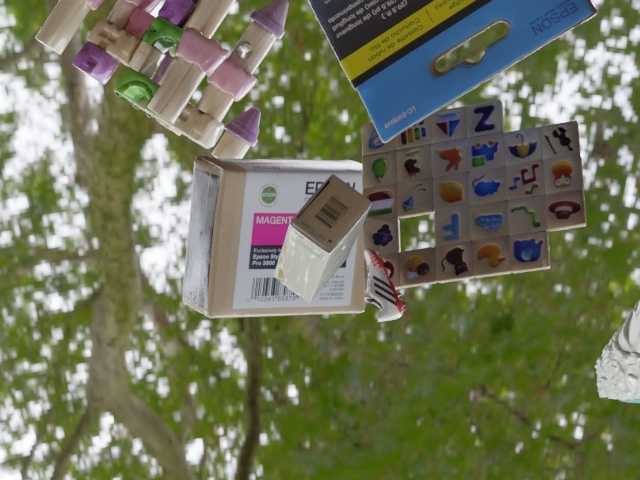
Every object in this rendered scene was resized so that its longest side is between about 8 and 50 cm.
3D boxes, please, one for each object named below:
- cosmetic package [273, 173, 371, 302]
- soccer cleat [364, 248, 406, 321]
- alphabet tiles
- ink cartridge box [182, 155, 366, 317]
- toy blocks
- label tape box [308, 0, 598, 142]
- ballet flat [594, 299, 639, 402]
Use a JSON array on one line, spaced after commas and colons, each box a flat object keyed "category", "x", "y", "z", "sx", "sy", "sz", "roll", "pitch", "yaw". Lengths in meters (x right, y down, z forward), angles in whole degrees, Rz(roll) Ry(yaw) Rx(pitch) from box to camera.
[{"category": "cosmetic package", "x": 0.000, "y": 0.000, "z": 1.124, "sx": 0.041, "sy": 0.115, "sz": 0.060, "roll": 37, "pitch": -114, "yaw": 7}, {"category": "soccer cleat", "x": 0.058, "y": 0.046, "z": 1.431, "sx": 0.035, "sy": 0.029, "sz": 0.083, "roll": -22, "pitch": -113, "yaw": -8}, {"category": "alphabet tiles", "x": 0.156, "y": -0.053, "z": 1.459, "sx": 0.237, "sy": 0.009, "sz": 0.198, "roll": -8, "pitch": -115, "yaw": 19}, {"category": "ink cartridge box", "x": -0.049, "y": -0.005, "z": 1.787, "sx": 0.234, "sy": 0.193, "sz": 0.088, "roll": -1, "pitch": -166, "yaw": -31}, {"category": "toy blocks", "x": -0.181, "y": -0.293, "z": 1.971, "sx": 0.288, "sy": 0.309, "sz": 0.260, "roll": 32, "pitch": -91, "yaw": 26}, {"category": "label tape box", "x": 0.110, "y": -0.276, "z": 1.405, "sx": 0.240, "sy": 0.106, "sz": 0.334, "roll": -31, "pitch": -113, "yaw": 14}, {"category": "ballet flat", "x": 0.445, "y": 0.085, "z": 1.567, "sx": 0.147, "sy": 0.409, "sz": 0.147, "roll": 9, "pitch": -107, "yaw": -33}]
